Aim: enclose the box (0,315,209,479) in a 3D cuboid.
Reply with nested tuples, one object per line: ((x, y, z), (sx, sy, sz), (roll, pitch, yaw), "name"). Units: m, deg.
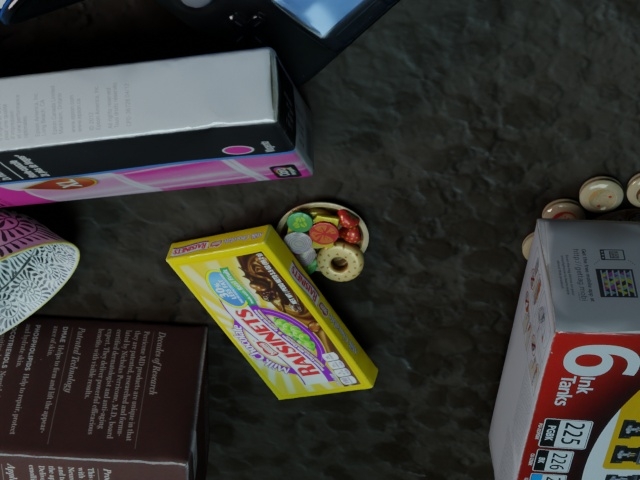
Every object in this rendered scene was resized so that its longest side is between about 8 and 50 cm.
((-0.208, 0.186, 1.395), (0.203, 0.167, 0.168), (3, 133, -1), "box")

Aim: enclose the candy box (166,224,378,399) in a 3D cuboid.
((-0.041, 0.068, 1.360), (0.105, 0.027, 0.206), (-9, 134, 31), "candy box")

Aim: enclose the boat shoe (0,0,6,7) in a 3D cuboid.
((-0.220, -0.202, 1.082), (0.084, 0.095, 0.258), (35, 126, -22), "boat shoe")

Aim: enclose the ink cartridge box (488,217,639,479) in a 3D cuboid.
((0.304, 0.132, 1.335), (0.271, 0.130, 0.309), (1, 137, -3), "ink cartridge box")

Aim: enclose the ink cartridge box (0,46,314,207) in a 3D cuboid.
((-0.198, -0.078, 1.162), (0.370, 0.069, 0.176), (-3, 170, 8), "ink cartridge box")

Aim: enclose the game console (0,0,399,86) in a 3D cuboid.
((-0.022, -0.207, 1.015), (0.250, 0.173, 0.293), (34, 126, -26), "game console")

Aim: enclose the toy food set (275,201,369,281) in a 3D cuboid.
((0.000, 0.000, 1.312), (0.082, 0.020, 0.083), (7, 133, -4), "toy food set")

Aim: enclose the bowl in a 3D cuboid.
((-0.296, 0.023, 1.286), (0.080, 0.170, 0.170), (54, 126, 14), "bowl")

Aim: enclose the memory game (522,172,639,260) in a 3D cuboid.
((0.266, 0.012, 1.317), (0.186, 0.012, 0.186), (1, 134, 1), "memory game")
